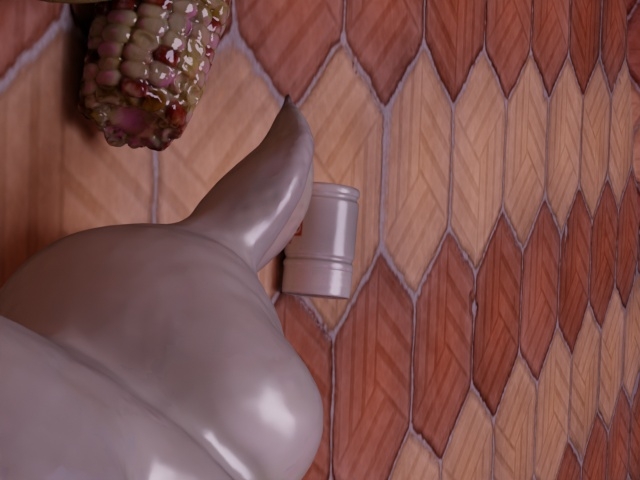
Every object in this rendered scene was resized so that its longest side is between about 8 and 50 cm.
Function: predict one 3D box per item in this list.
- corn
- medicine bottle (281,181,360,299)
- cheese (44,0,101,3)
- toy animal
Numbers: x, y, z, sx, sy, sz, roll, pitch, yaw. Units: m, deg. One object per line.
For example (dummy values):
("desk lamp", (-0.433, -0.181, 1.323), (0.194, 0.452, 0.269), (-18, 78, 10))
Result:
("corn", (-0.082, -0.193, 0.902), (0.092, 0.092, 0.280), (43, 56, -63))
("medicine bottle", (0.000, 0.000, 1.187), (0.057, 0.057, 0.089), (18, 76, -68))
("cheese", (-0.125, -0.238, 0.754), (0.214, 0.117, 0.226), (34, 66, -59))
("toy animal", (-0.118, 0.057, 0.718), (0.241, 0.196, 0.367), (60, 32, -5))
